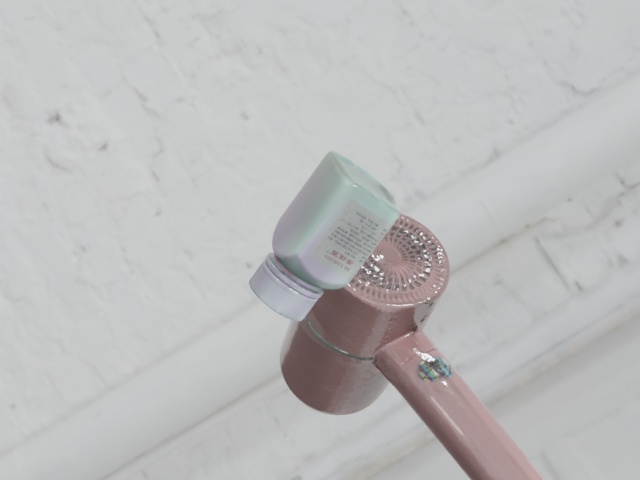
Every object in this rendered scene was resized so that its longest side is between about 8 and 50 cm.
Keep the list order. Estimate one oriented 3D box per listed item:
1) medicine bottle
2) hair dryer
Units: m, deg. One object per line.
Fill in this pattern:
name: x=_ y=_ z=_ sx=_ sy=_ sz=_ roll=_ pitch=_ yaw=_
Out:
medicine bottle: x=0.000 y=0.000 z=0.768 sx=0.055 sy=0.118 sz=0.074 roll=31 pitch=13 yaw=-25
hair dryer: x=0.100 y=0.159 z=0.986 sx=0.352 sy=0.125 sz=0.210 roll=52 pitch=-36 yaw=24
